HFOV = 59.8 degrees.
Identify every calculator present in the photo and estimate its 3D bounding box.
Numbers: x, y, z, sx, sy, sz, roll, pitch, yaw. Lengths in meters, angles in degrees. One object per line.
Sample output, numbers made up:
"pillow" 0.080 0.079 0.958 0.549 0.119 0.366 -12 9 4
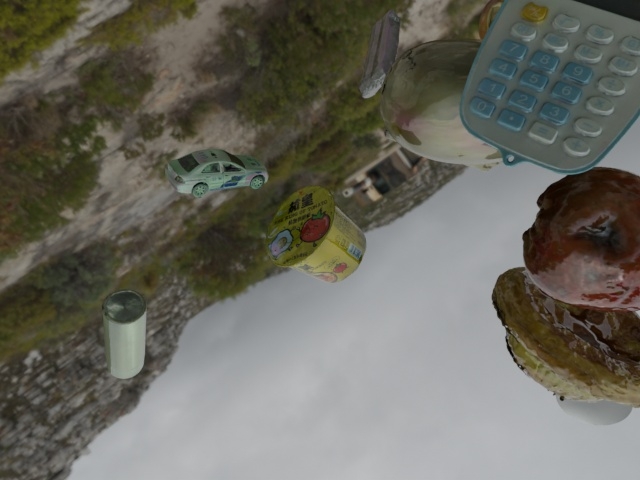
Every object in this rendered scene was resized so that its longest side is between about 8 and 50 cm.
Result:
"calculator" 0.371 -0.277 0.817 0.387 0.256 0.054 -60 157 2

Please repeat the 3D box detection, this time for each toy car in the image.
"toy car" -0.219 -0.155 1.209 0.224 0.090 0.076 -12 130 -32

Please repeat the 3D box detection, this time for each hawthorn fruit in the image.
"hawthorn fruit" 0.481 0.005 0.957 0.258 0.261 0.258 -62 -171 18

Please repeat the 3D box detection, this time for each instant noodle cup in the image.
"instant noodle cup" 0.000 0.000 1.147 0.182 0.144 0.182 -24 -132 31

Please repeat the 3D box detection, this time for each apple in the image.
"apple" 0.576 -0.651 1.688 0.199 0.199 0.199 -35 -175 4

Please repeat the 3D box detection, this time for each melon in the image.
"melon" 0.259 -0.252 1.020 0.316 0.223 0.223 11 -157 16

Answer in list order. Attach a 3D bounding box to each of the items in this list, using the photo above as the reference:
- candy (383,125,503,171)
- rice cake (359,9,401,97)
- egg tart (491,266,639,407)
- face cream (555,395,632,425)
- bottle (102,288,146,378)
"candy" 0.323 -0.290 1.305 0.179 0.320 0.135 132 -34 -53
"rice cake" 0.171 -0.530 1.568 0.106 0.050 0.298 -32 -144 46
"egg tart" 0.587 0.235 1.300 0.443 0.442 0.178 -44 160 -57
"face cream" 0.870 0.442 1.771 0.218 0.218 0.179 -31 -168 38
"bottle" -0.353 0.173 1.005 0.072 0.072 0.202 -40 161 -39
